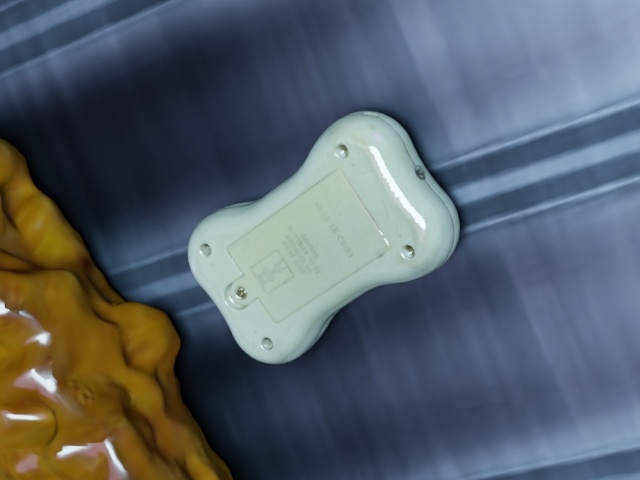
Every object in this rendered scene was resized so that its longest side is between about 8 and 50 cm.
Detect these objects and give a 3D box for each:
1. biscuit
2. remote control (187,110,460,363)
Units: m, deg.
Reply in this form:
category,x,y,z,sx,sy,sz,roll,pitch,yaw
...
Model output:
category,x,y,z,sx,sy,sz,roll,pitch,yaw
biscuit,-0.184,0.130,0.795,0.312,0.110,0.318,-38,85,35
remote control,0.000,0.000,0.690,0.122,0.032,0.074,-33,88,34
